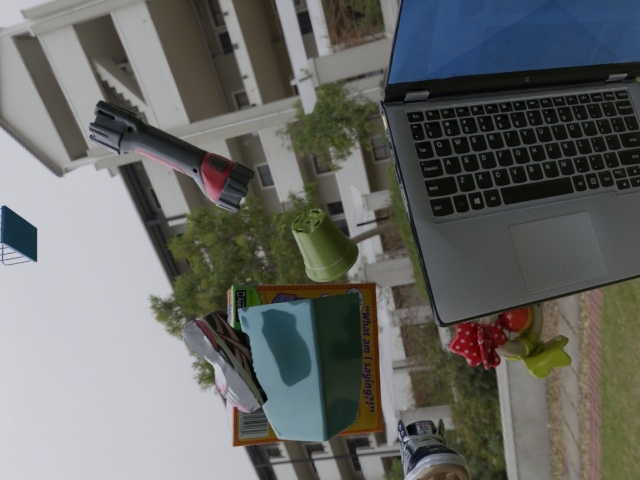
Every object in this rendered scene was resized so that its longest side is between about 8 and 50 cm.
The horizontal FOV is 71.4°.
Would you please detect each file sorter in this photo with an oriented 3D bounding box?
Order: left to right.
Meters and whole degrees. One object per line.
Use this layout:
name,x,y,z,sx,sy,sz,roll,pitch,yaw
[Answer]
file sorter,-0.936,-0.008,1.319,0.170,0.104,0.118,96,162,-69

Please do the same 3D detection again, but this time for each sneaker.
sneaker,-0.133,0.185,0.710,0.178,0.072,0.077,59,-142,-5
sneaker,0.187,0.366,0.774,0.282,0.099,0.153,82,-172,-49

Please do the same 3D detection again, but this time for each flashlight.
flashlight,-0.285,-0.158,0.871,0.103,0.304,0.103,-65,13,7

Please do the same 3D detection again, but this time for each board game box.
board game box,-0.067,0.304,1.200,0.356,0.356,0.357,145,124,-74

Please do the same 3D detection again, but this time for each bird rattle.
bird rattle,0.419,0.197,1.008,0.143,0.253,0.207,140,145,-74

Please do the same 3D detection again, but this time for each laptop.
laptop,0.282,-0.156,0.446,0.236,0.381,0.408,138,120,-73

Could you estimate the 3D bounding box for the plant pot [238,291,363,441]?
plant pot,-0.023,0.223,0.802,0.165,0.165,0.234,4,-104,-57

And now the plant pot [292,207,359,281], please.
plant pot,0.000,0.000,0.615,0.083,0.083,0.079,-87,-27,-50
